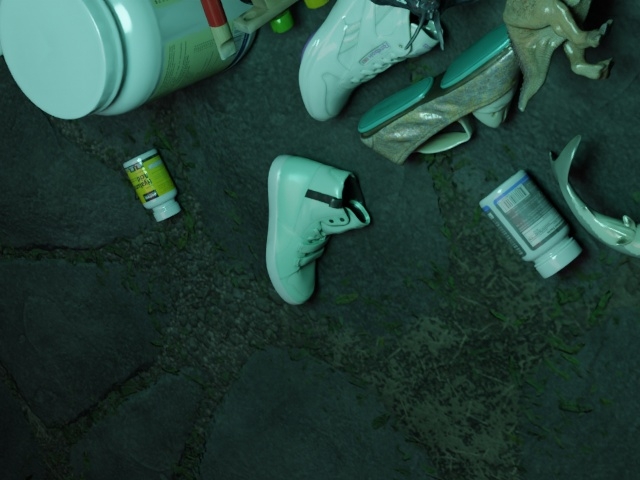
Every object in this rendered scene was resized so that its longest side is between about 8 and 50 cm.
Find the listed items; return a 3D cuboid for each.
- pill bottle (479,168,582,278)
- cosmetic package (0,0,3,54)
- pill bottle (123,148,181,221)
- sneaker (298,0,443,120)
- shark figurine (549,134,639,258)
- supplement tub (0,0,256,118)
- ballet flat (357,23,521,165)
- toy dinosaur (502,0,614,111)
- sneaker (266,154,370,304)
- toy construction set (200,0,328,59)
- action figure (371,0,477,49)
[{"bbox_3d":[0.285,-0.021,1.409,0.137,0.078,0.078,52,132,2],"label":"pill bottle"},{"bbox_3d":[-0.410,-0.474,1.603,0.155,0.197,0.365,49,133,4],"label":"cosmetic package"},{"bbox_3d":[-0.286,-0.094,1.795,0.065,0.065,0.116,-19,102,41],"label":"pill bottle"},{"bbox_3d":[0.071,-0.267,1.412,0.152,0.114,0.305,40,130,14],"label":"sneaker"},{"bbox_3d":[0.401,-0.017,1.320,0.278,0.116,0.166,19,89,18],"label":"shark figurine"},{"bbox_3d":[-0.268,-0.315,1.493,0.235,0.325,0.235,16,121,29],"label":"supplement tub"},{"bbox_3d":[0.187,-0.188,1.396,0.106,0.107,0.316,44,140,-18],"label":"ballet flat"},{"bbox_3d":[0.267,-0.302,1.212,0.200,0.127,0.295,29,105,24],"label":"toy dinosaur"},{"bbox_3d":[0.000,0.000,1.618,0.151,0.094,0.255,12,121,27],"label":"sneaker"},{"bbox_3d":[-0.074,-0.341,1.364,0.258,0.309,0.237,9,137,27],"label":"toy construction set"},{"bbox_3d":[0.128,-0.373,1.247,0.164,0.141,0.275,-2,90,-3],"label":"action figure"}]
